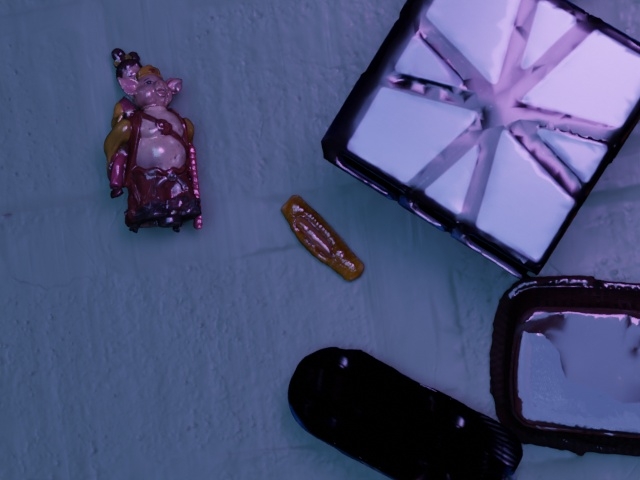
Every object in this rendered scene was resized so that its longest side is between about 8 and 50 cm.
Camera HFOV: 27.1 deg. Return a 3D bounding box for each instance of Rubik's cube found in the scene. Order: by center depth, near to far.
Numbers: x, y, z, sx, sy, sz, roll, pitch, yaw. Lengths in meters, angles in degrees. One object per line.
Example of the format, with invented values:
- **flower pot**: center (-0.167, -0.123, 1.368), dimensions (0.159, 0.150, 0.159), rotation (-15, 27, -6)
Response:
- **Rubik's cube**: center (0.202, -0.140, 1.535), dimensions (0.288, 0.283, 0.293), rotation (31, 92, 8)

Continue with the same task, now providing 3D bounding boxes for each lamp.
- **lamp**: center (-0.215, -0.136, 1.693), dimensions (0.118, 0.118, 0.253), rotation (-8, 80, 10)

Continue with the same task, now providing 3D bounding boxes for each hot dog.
- **hot dog**: center (0.000, 0.000, 1.697), dimensions (0.044, 0.028, 0.137), rotation (-43, 84, 14)

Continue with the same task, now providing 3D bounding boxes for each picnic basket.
- **picnic basket**: center (0.346, 0.157, 1.582), dimensions (0.297, 0.129, 0.222), rotation (3, 91, 11)

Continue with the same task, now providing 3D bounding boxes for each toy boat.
- **toy boat**: center (0.096, 0.244, 1.646), dimensions (0.299, 0.092, 0.134), rotation (27, 60, 17)
